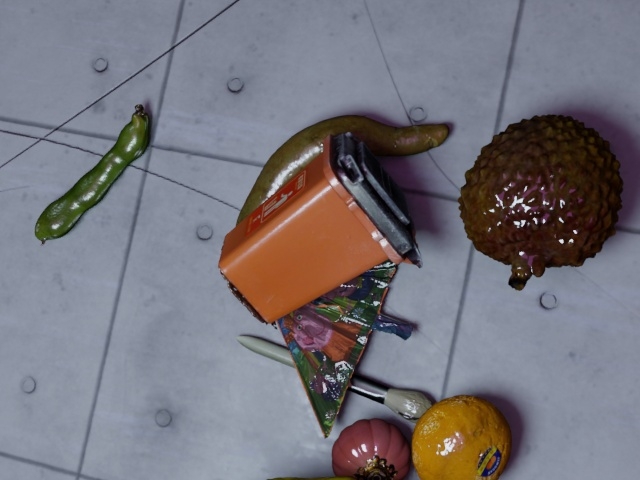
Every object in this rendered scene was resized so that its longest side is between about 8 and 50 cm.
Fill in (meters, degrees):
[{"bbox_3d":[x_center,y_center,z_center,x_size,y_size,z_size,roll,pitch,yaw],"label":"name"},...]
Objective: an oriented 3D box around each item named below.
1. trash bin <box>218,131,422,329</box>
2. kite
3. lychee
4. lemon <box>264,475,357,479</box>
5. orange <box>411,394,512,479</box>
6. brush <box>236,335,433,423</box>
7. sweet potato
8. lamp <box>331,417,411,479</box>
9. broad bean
[{"bbox_3d":[0.000,0.000,1.237,0.238,0.161,0.184,-36,109,16],"label":"trash bin"},{"bbox_3d":[0.013,0.099,1.298,0.234,0.016,0.321,19,79,18],"label":"kite"},{"bbox_3d":[0.275,-0.046,1.182,0.200,0.200,0.238,12,71,14],"label":"lychee"},{"bbox_3d":[-0.019,0.471,1.122,0.349,0.350,0.387,20,85,14],"label":"lemon"},{"bbox_3d":[0.177,0.262,1.204,0.117,0.135,0.136,13,87,52],"label":"orange"},{"bbox_3d":[0.014,0.187,1.296,0.299,0.039,0.042,18,89,15],"label":"brush"},{"bbox_3d":[0.007,-0.111,1.313,0.346,0.079,0.108,-27,102,7],"label":"sweet potato"},{"bbox_3d":[0.067,0.286,1.243,0.107,0.092,0.107,-2,114,-4],"label":"lamp"},{"bbox_3d":[-0.333,-0.092,1.400,0.256,0.053,0.052,-48,38,4],"label":"broad bean"}]
